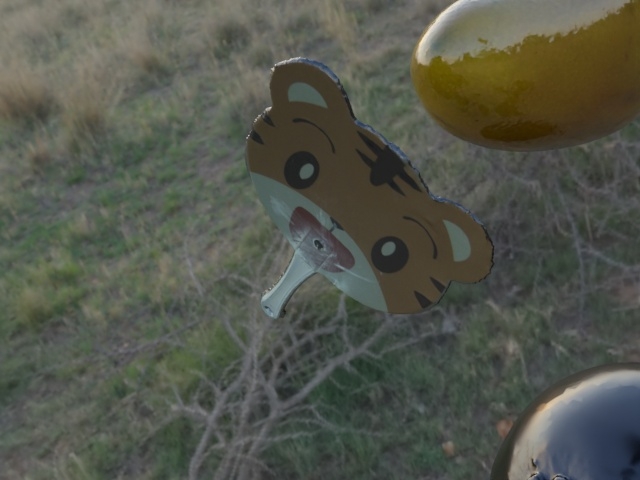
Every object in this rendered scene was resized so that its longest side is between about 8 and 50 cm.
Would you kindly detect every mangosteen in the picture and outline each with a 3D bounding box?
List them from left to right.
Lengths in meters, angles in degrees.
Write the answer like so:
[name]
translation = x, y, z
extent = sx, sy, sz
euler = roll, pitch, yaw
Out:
[mangosteen]
translation = 0.327, 0.256, 0.856
extent = 0.314, 0.296, 0.297
euler = -22, 25, -26

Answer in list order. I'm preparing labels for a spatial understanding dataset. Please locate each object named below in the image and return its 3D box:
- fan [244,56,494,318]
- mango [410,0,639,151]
[fan]
translation = 0.000, 0.000, 0.506
extent = 0.008, 0.152, 0.226
euler = -45, -3, -33
[mango]
translation = 0.151, -0.125, 0.570
extent = 0.253, 0.138, 0.113
euler = -11, 49, -45
